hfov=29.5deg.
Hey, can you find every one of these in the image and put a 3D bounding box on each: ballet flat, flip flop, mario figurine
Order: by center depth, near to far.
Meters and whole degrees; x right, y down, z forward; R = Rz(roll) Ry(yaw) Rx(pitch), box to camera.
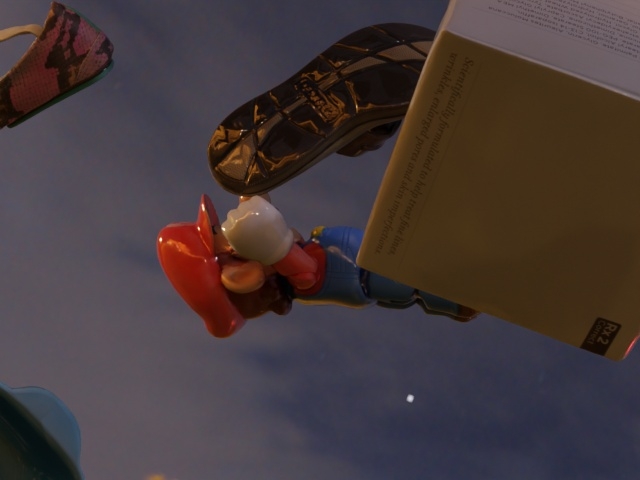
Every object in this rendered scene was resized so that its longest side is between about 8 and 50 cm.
[{"bbox_3d":[-0.254,-0.102,0.899,0.221,0.077,0.079,-33,-68,17],"label":"ballet flat"},{"bbox_3d":[0.021,-0.118,1.165,0.112,0.277,0.080,52,-13,27],"label":"flip flop"},{"bbox_3d":[0.000,0.000,1.190,0.321,0.170,0.198,3,-43,2],"label":"mario figurine"}]

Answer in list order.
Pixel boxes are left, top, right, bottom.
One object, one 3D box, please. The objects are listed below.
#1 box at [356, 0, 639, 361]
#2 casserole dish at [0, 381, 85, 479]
[{"bbox_3d":[0.138,-0.051,0.729,0.182,0.119,0.181,20,-50,1],"label":"box"},{"bbox_3d":[-0.170,0.120,0.442,0.037,0.188,0.114,28,-24,42],"label":"casserole dish"}]
